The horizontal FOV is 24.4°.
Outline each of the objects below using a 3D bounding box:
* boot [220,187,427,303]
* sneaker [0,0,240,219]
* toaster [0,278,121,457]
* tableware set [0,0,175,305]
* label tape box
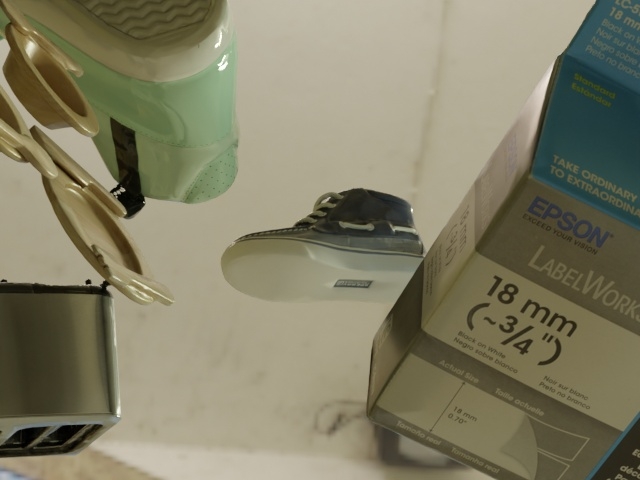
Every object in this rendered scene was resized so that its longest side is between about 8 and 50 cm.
[{"bbox_3d":[0.000,0.000,1.199,0.069,0.190,0.086,-48,-135,42],"label":"boot"},{"bbox_3d":[-0.140,-0.112,0.762,0.256,0.094,0.151,39,-25,27],"label":"sneaker"},{"bbox_3d":[-0.242,0.097,1.098,0.186,0.168,0.110,-39,-124,55],"label":"toaster"},{"bbox_3d":[-0.111,-0.053,0.537,0.141,0.020,0.168,45,12,-52],"label":"tableware set"},{"bbox_3d":[0.211,0.025,0.991,0.333,0.241,0.106,-60,-171,29],"label":"label tape box"}]
